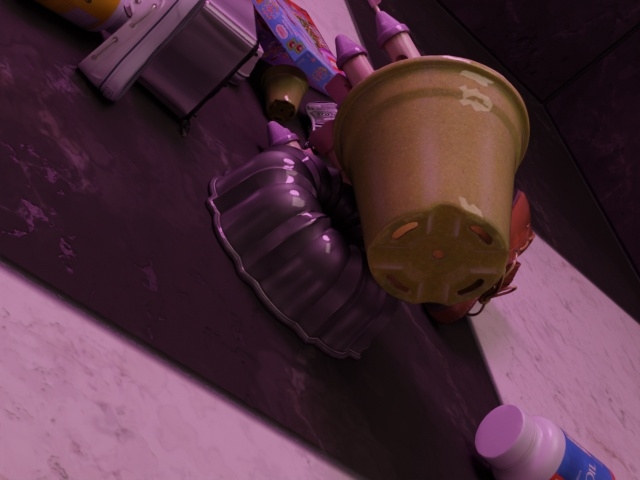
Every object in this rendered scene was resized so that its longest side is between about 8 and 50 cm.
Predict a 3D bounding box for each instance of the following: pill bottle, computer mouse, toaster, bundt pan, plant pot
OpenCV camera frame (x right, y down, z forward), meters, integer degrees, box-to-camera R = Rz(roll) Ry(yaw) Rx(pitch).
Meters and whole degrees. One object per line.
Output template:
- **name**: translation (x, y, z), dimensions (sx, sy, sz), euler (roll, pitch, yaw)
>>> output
- **pill bottle**: translation (-0.323, -0.346, 1.706), dimensions (0.184, 0.103, 0.103), euler (26, 31, -49)
- **computer mouse**: translation (0.015, -0.190, 2.219), dimensions (0.106, 0.042, 0.193), euler (-2, 30, -7)
- **pill bottle**: translation (0.332, 0.338, 1.873), dimensions (0.221, 0.124, 0.124), euler (39, 23, -28)
- **toaster**: translation (-0.177, -0.275, 1.810), dimensions (0.110, 0.168, 0.185), euler (38, 22, -25)
- **bundt pan**: translation (0.000, 0.000, 1.761), dimensions (0.331, 0.124, 0.331), euler (44, 20, -21)
- **plant pot**: translation (0.151, -0.062, 1.681), dimensions (0.276, 0.276, 0.254), euler (39, 34, -30)
- **plant pot**: translation (-0.064, -0.243, 2.141), dimensions (0.083, 0.083, 0.079), euler (40, 34, -28)

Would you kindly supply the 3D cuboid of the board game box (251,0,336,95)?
- **board game box**: translation (-0.052, -0.363, 2.203), dimensions (0.211, 0.039, 0.160), euler (58, 12, 27)

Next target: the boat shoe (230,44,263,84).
- **boat shoe**: translation (-0.152, -0.375, 2.152), dimensions (0.096, 0.088, 0.267), euler (36, 24, -34)

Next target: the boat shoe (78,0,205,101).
- **boat shoe**: translation (-0.227, -0.289, 1.657), dimensions (0.076, 0.226, 0.083), euler (40, -11, -4)

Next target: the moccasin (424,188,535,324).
- **moccasin**: translation (0.289, 0.046, 2.233), dimensions (0.147, 0.139, 0.380), euler (63, 30, -14)

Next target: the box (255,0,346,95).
- **box**: translation (-0.084, -0.405, 2.399), dimensions (0.293, 0.057, 0.201), euler (20, 36, -55)

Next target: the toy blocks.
- **toy blocks**: translation (0.089, -0.213, 1.998), dimensions (0.309, 0.288, 0.260), euler (-17, 72, -46)
